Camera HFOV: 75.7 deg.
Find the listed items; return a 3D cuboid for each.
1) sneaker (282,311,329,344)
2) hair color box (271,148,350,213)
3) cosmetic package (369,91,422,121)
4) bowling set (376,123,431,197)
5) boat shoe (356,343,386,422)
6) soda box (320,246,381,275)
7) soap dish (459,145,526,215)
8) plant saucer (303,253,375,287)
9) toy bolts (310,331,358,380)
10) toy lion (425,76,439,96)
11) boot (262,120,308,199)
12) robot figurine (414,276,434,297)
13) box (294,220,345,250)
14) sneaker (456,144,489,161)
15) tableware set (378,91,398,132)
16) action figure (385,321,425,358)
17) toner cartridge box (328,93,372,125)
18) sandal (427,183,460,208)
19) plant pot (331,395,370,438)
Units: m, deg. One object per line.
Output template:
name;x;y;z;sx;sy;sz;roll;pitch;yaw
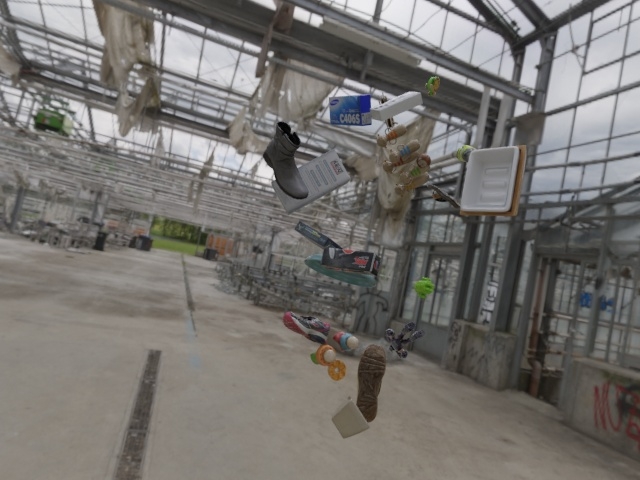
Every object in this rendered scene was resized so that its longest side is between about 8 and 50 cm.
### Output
sneaker;-0.071;0.422;2.063;0.121;0.112;0.299;1;-28;44
hair color box;-0.051;-0.304;2.161;0.374;0.185;0.113;-29;-1;-5
cosmetic package;0.371;-0.659;2.018;0.239;0.060;0.099;-27;32;-13
bowling set;0.329;-0.309;1.614;0.154;0.287;0.200;-30;12;4
boat shoe;0.220;0.646;1.867;0.123;0.342;0.123;9;-28;3
soda box;0.086;0.060;1.195;0.169;0.060;0.053;5;-16;33
soap dish;0.715;-0.235;1.695;0.118;0.291;0.229;18;-9;-42
plant saucer;0.085;0.123;1.733;0.317;0.043;0.317;18;-15;5
toy bolts;0.104;0.569;2.041;0.218;0.228;0.158;53;-26;-6
toy lion;0.567;-0.780;2.065;0.034;0.096;0.100;22;-6;33
boot;-0.143;-0.372;1.924;0.118;0.338;0.223;-28;-16;-39
robot figurine;0.505;0.229;2.018;0.067;0.101;0.115;20;-13;-21
box;0.000;0.000;2.098;0.233;0.059;0.183;30;-4;39
sneaker;0.921;-0.458;2.321;0.300;0.111;0.121;1;28;-16
tableware set;0.360;-0.671;2.158;0.039;0.128;0.194;-9;-55;26
action figure;0.457;0.564;2.335;0.099;0.285;0.185;-27;70;-42
toner cartridge box;0.166;-0.750;2.376;0.075;0.165;0.348;-13;21;-25
sandal;0.586;-0.208;1.997;0.090;0.060;0.219;12;29;-45
plant pot;0.096;0.610;1.406;0.109;0.096;0.109;54;-8;13
